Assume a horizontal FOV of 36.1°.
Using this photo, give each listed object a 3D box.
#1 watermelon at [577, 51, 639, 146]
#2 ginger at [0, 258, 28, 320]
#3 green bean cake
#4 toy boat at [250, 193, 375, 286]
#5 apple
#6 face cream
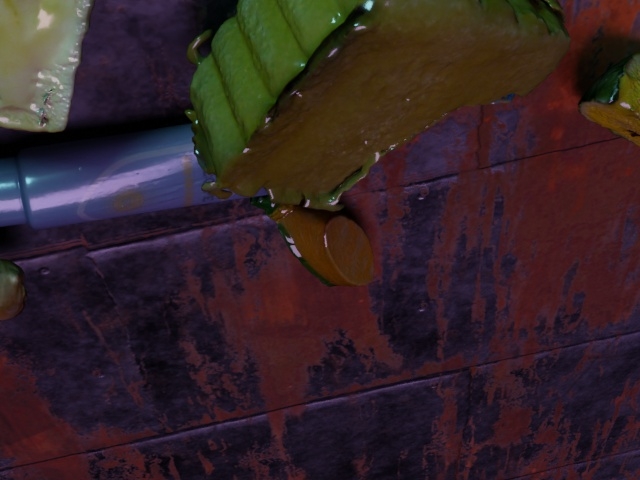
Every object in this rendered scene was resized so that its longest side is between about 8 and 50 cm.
[{"bbox_3d":[0.403,-0.133,1.139,0.301,0.129,0.123,24,126,-32],"label":"watermelon"},{"bbox_3d":[-0.506,0.047,1.052,0.376,0.176,0.256,5,156,-26],"label":"ginger"},{"bbox_3d":[0.040,-0.178,0.932,0.285,0.202,0.310,8,139,-44],"label":"green bean cake"},{"bbox_3d":[0.000,0.000,1.231,0.088,0.088,0.229,11,157,34],"label":"toy boat"},{"bbox_3d":[-0.282,-0.222,0.821,0.193,0.120,0.265,12,134,-12],"label":"apple"},{"bbox_3d":[-0.214,-0.070,1.061,0.386,0.086,0.135,-9,142,-14],"label":"face cream"}]
